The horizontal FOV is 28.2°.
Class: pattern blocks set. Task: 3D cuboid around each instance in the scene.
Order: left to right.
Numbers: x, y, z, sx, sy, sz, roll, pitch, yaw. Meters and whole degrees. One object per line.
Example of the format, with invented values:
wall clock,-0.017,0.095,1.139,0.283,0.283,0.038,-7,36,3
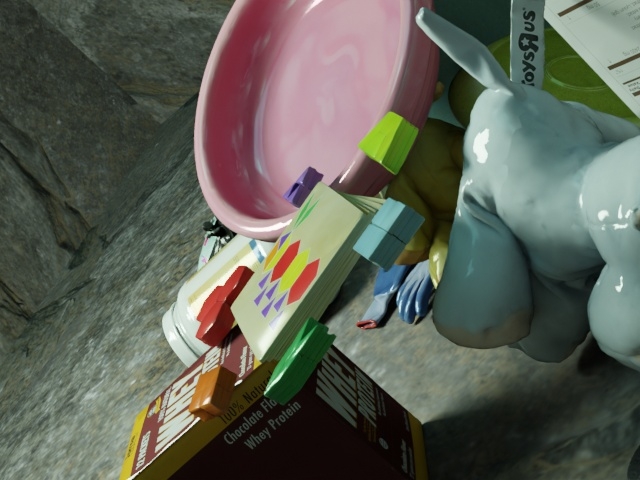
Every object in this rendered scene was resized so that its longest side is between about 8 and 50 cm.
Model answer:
pattern blocks set,-0.013,0.022,1.011,0.285,0.026,0.325,-53,15,10

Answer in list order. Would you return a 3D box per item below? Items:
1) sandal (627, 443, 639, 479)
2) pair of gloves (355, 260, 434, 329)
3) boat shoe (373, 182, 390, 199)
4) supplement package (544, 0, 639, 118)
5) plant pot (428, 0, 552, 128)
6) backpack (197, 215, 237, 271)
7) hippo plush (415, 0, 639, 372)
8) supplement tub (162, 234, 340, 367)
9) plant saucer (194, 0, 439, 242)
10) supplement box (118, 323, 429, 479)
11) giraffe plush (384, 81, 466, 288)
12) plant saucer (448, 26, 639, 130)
sandal,0.264,0.119,0.808,0.067,0.040,0.179,-53,2,-39
pair of gloves,0.107,0.031,1.424,0.159,0.023,0.198,-60,14,-22
boat shoe,0.023,-0.073,1.700,0.098,0.109,0.302,-22,7,-10
supplement package,0.309,-0.212,0.999,0.175,0.293,0.177,-22,30,57
plant pot,0.132,-0.251,1.483,0.341,0.334,0.341,-44,16,16
backpack,-0.101,0.043,1.745,0.115,0.152,0.182,-75,6,-68
hippo plush,0.233,-0.026,0.937,0.234,0.294,0.236,-14,20,-37
supplement tub,-0.089,0.075,1.616,0.199,0.144,0.144,-42,17,18
plant saucer,0.002,-0.153,1.262,0.332,0.084,0.332,-25,57,44
supplement box,-0.040,0.190,1.120,0.191,0.194,0.129,-43,17,17
giraffe plush,0.155,-0.050,1.281,0.170,0.210,0.181,4,-49,-51
plant saucer,0.240,-0.142,1.180,0.241,0.241,0.037,-68,-16,-52
